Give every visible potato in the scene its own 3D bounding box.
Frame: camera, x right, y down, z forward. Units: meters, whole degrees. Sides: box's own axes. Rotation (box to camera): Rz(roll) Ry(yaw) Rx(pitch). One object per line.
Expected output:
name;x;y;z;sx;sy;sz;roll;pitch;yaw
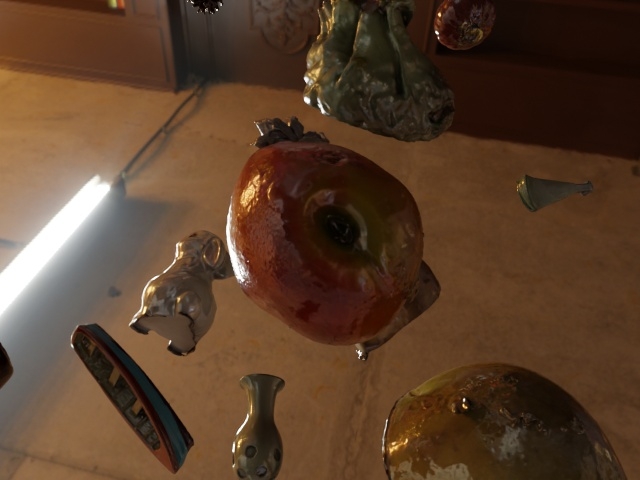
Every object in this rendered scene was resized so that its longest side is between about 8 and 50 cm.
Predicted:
potato;0.356;0.418;0.965;0.385;0.319;0.442;-16;-103;-57

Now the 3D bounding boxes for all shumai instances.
shumai;0.074;-0.198;0.631;0.184;0.142;0.184;15;-159;-6

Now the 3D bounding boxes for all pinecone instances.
pinecone;-0.224;-0.509;1.119;0.102;0.109;0.102;24;-142;-20

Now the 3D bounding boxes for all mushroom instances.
mushroom;0.113;0.056;1.507;0.313;0.397;0.224;-33;-170;-9

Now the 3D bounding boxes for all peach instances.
peach;-0.001;0.002;0.926;0.372;0.373;0.290;28;-107;27

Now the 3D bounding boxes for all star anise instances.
star anise;-0.043;-0.199;1.223;0.230;0.081;0.262;38;-137;9

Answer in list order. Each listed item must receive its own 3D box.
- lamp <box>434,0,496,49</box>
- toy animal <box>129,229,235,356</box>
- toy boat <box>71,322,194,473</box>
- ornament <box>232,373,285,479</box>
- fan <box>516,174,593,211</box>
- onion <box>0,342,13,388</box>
lamp;0.233;-0.357;0.913;0.101;0.101;0.090;-6;-124;-10
toy animal;-0.340;0.108;1.496;0.257;0.194;0.357;-20;-143;35
toy boat;-0.421;0.345;1.265;0.392;0.136;0.079;46;-140;11
ornament;-0.089;0.275;0.814;0.074;0.081;0.156;16;-138;-18
fan;0.265;-0.054;0.627;0.193;0.016;0.038;-7;-100;-46
onion;-0.790;0.272;1.197;0.207;0.216;0.206;0;-147;48
